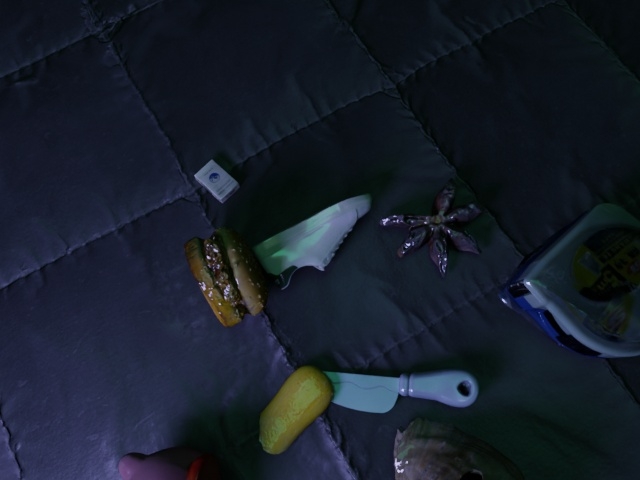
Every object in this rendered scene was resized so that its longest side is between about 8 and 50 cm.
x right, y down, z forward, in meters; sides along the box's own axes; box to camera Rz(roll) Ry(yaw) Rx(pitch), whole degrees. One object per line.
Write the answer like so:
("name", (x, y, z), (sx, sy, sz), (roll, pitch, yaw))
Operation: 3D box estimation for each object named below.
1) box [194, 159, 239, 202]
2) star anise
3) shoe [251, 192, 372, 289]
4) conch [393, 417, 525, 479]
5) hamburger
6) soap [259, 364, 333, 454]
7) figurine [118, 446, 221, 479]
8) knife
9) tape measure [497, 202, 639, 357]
("box", (-0.218, -0.125, 1.169), (0.083, 0.024, 0.054), (42, 78, 13))
("star anise", (0.243, -0.025, 1.103), (0.208, 0.063, 0.171), (-29, 74, -9))
("shoe", (0.000, 0.000, 1.095), (0.265, 0.095, 0.110), (-26, 93, -14))
("conch", (0.242, 0.437, 0.889), (0.263, 0.186, 0.324), (-13, 71, -22))
("hamburger", (-0.170, 0.058, 1.013), (0.118, 0.191, 0.182), (-32, 54, -9))
("soap", (-0.051, 0.304, 1.005), (0.168, 0.033, 0.089), (-44, 72, -8))
("figurine", (-0.242, 0.424, 0.904), (0.173, 0.173, 0.173), (0, 70, 1))
("knife", (0.121, 0.275, 1.017), (0.332, 0.044, 0.080), (-2, 78, 7))
("tape measure", (0.514, 0.086, 1.020), (0.259, 0.138, 0.262), (-40, 75, -11))
